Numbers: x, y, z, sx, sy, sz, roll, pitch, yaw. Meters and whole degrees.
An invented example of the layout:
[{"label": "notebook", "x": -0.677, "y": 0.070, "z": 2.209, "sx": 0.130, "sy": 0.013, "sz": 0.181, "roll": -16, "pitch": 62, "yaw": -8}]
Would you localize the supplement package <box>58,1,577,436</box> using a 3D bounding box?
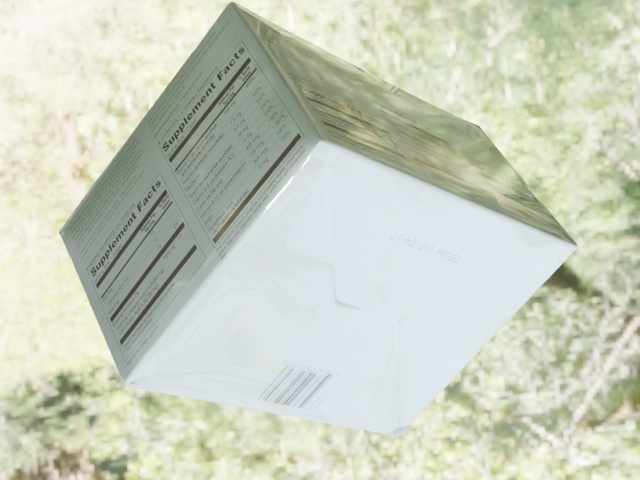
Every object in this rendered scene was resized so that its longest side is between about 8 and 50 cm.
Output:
[{"label": "supplement package", "x": 0.000, "y": 0.000, "z": 0.829, "sx": 0.262, "sy": 0.145, "sz": 0.204, "roll": 19, "pitch": 120, "yaw": -44}]
